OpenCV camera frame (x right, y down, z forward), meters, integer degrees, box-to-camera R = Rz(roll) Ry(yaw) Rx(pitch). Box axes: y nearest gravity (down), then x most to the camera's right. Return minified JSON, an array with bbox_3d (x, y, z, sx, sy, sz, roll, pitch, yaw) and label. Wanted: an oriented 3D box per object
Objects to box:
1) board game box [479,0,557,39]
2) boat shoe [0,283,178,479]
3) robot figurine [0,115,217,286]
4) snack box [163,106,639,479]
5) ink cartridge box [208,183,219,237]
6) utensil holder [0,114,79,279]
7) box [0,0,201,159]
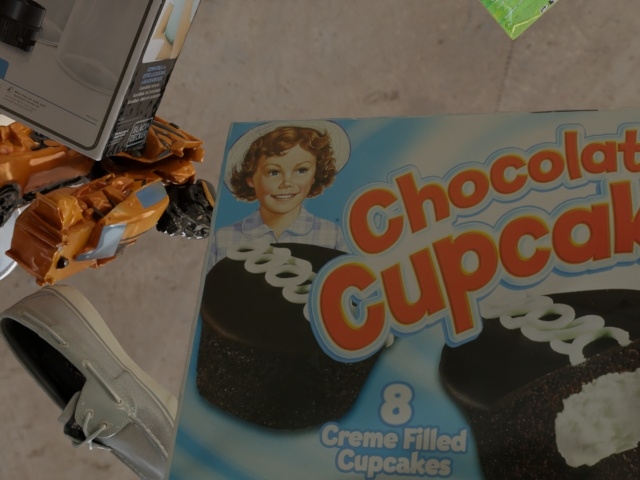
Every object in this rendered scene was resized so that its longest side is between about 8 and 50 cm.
[{"bbox_3d":[0.232,-0.327,1.334,0.124,0.039,0.259,-41,159,13],"label":"board game box"},{"bbox_3d":[-0.187,0.136,0.942,0.081,0.227,0.079,-26,157,-48],"label":"boat shoe"},{"bbox_3d":[-0.199,-0.056,0.953,0.211,0.291,0.085,29,114,10],"label":"robot figurine"},{"bbox_3d":[0.104,0.036,0.477,0.322,0.187,0.060,-1,153,16],"label":"snack box"},{"bbox_3d":[0.000,0.000,1.595,0.289,0.121,0.211,-7,113,27],"label":"ink cartridge box"},{"bbox_3d":[-0.467,-0.170,1.583,0.327,0.385,0.328,11,131,13],"label":"utensil holder"},{"bbox_3d":[-0.150,-0.220,0.738,0.169,0.087,0.290,27,106,5],"label":"box"}]
